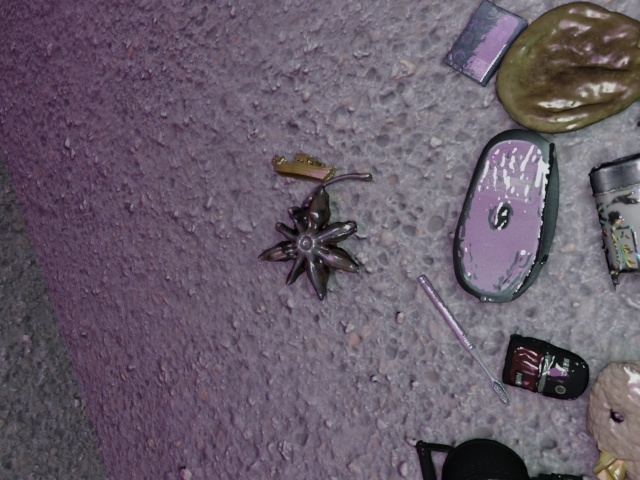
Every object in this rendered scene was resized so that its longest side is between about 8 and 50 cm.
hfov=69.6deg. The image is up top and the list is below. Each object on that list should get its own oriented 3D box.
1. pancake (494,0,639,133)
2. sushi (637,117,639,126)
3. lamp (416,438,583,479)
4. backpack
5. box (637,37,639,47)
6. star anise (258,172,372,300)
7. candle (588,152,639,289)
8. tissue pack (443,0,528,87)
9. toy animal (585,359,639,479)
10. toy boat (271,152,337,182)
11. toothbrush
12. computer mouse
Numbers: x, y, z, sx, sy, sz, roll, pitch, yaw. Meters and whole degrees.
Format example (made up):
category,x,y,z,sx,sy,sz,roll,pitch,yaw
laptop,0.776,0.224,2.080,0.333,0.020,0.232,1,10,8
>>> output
category,x,y,z,sx,sy,sz,roll,pitch,yaw
pancake,0.501,-0.349,0.926,0.295,0.049,0.294,-6,76,24
sushi,0.727,-0.276,0.817,0.220,0.047,0.231,23,92,28
lamp,0.352,0.566,0.981,0.374,0.272,0.204,-12,85,32
backpack,0.477,0.274,0.983,0.165,0.106,0.119,8,93,34
box,0.721,-0.397,0.779,0.260,0.062,0.175,-45,65,12
star anise,0.000,0.000,1.261,0.360,0.139,0.315,-13,94,16
candle,0.616,-0.012,0.838,0.188,0.187,0.329,-12,89,32
tissue pack,0.370,-0.443,1.036,0.112,0.051,0.156,41,112,20
toy animal,0.651,0.380,0.836,0.358,0.188,0.226,39,123,23
toy boat,-0.048,-0.210,1.305,0.206,0.064,0.072,13,82,29
toothbrush,0.341,0.232,1.109,0.024,0.029,0.353,-37,73,14
computer mouse,0.404,-0.049,1.002,0.203,0.114,0.373,17,102,27
